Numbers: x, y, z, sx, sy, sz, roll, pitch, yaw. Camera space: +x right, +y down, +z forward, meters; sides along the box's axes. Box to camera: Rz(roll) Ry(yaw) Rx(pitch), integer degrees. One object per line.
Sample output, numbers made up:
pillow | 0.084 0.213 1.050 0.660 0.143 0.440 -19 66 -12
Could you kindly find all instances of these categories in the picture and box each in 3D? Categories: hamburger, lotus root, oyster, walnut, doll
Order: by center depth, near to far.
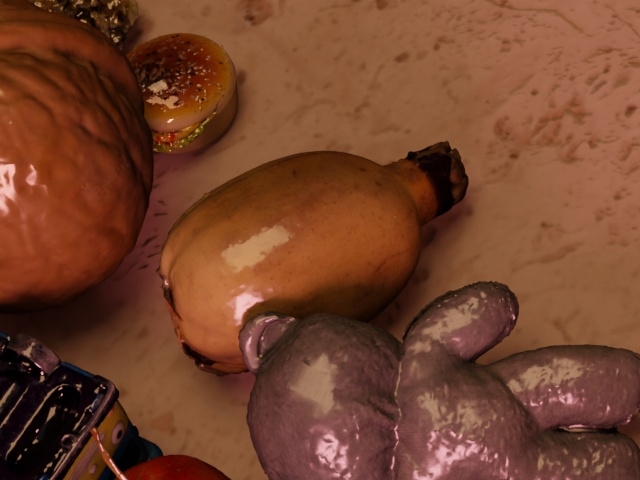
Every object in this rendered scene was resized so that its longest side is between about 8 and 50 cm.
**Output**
doll | 0.104 0.158 1.673 0.340 0.158 0.246 -2 88 -2
lotus root | 0.000 0.000 1.770 0.310 0.183 0.183 -27 54 -12
walnut | -0.300 -0.083 1.807 0.332 0.333 0.333 -7 56 11
hamburger | -0.148 -0.144 1.955 0.126 0.081 0.141 35 71 31
oyster | -0.296 -0.218 2.052 0.214 0.083 0.223 -26 48 -5

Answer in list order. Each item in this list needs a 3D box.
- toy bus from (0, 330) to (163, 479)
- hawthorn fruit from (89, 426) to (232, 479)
toy bus | -0.299 0.157 1.747 0.287 0.175 0.138 23 66 27
hawthorn fruit | -0.125 0.239 1.626 0.162 0.203 0.163 -8 59 14
